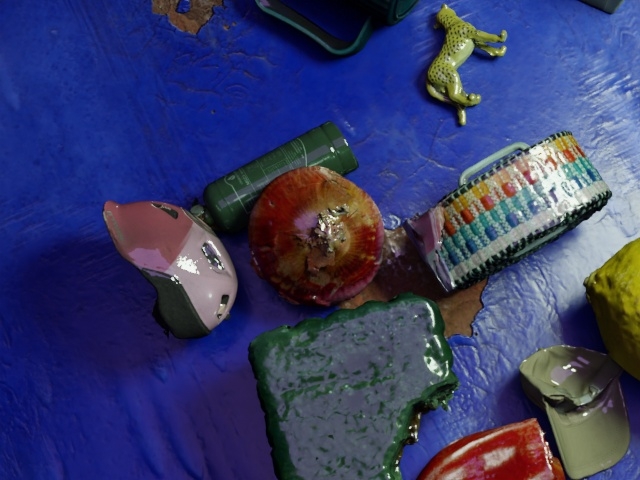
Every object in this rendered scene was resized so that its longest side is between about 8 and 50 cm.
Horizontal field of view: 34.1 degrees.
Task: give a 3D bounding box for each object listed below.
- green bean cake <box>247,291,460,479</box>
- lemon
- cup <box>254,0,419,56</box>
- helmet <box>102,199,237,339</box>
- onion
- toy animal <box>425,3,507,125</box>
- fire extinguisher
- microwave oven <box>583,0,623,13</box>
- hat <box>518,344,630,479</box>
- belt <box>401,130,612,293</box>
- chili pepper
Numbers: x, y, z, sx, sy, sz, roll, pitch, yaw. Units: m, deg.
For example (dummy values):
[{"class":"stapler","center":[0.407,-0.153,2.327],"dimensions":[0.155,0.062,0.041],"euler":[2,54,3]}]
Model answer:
[{"class":"green bean cake","center":[0.066,0.260,1.585],"dimensions":[0.300,0.169,0.307],"euler":[-14,76,2]},{"class":"lemon","center":[0.544,0.104,1.544],"dimensions":[0.311,0.253,0.253],"euler":[17,77,8]},{"class":"cup","center":[0.041,-0.502,1.746],"dimensions":[0.292,0.242,0.307],"euler":[32,77,9]},{"class":"helmet","center":[-0.223,0.032,1.645],"dimensions":[0.154,0.198,0.253],"euler":[-21,88,0]},{"class":"onion","center":[0.000,0.000,1.639],"dimensions":[0.230,0.163,0.229],"euler":[-3,101,-18]},{"class":"toy animal","center":[0.227,-0.300,1.774],"dimensions":[0.136,0.073,0.181],"euler":[26,91,18]},{"class":"fire extinguisher","center":[-0.097,-0.092,1.728],"dimensions":[0.311,0.095,0.114],"euler":[-30,44,-5]},{"class":"microwave oven","center":[0.481,-0.640,1.744],"dimensions":[0.333,0.247,0.394],"euler":[28,79,10]},{"class":"hat","center":[0.384,0.266,1.617],"dimensions":[0.166,0.144,0.173],"euler":[-11,116,-25]},{"class":"belt","center":[0.290,-0.054,1.632],"dimensions":[0.295,0.207,0.160],"euler":[-31,79,11]},{"class":"chili pepper","center":[0.237,0.359,1.577],"dimensions":[0.253,0.144,0.136],"euler":[-14,31,8]}]
